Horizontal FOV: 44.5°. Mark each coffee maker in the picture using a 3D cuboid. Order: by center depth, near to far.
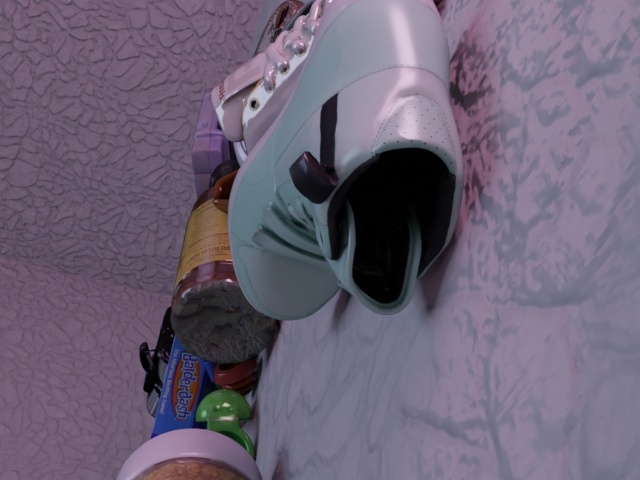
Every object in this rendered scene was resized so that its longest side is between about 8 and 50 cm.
[{"bbox_3d":[-0.207,0.181,1.244,0.171,0.120,0.178,-54,-6,-43],"label":"coffee maker"}]

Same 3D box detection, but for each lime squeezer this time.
[{"bbox_3d":[-0.099,0.214,0.761,0.310,0.059,0.109,-116,42,-72],"label":"lime squeezer"}]

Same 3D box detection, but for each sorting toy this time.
[{"bbox_3d":[-0.093,0.141,0.856,0.102,0.061,0.042,-87,-21,-71],"label":"sorting toy"}]

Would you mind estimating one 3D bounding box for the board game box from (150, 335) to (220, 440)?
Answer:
[{"bbox_3d":[-0.150,0.172,0.970,0.210,0.047,0.160,81,-159,-83],"label":"board game box"}]

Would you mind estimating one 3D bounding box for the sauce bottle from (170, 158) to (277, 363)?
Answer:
[{"bbox_3d":[-0.103,0.003,0.907,0.344,0.111,0.111,-95,22,-63],"label":"sauce bottle"}]

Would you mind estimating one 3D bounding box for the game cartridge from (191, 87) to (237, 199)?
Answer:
[{"bbox_3d":[-0.169,-0.114,1.332,0.355,0.068,0.230,-99,10,-63],"label":"game cartridge"}]

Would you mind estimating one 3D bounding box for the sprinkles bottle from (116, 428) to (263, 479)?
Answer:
[{"bbox_3d":[-0.082,0.245,0.462,0.355,0.121,0.121,-120,45,-74],"label":"sprinkles bottle"}]

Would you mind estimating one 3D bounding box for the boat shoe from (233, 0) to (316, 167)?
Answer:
[{"bbox_3d":[-0.037,-0.167,0.817,0.075,0.083,0.226,115,168,-55],"label":"boat shoe"}]

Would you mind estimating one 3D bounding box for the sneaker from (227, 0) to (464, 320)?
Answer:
[{"bbox_3d":[0.000,0.000,0.438,0.256,0.094,0.151,113,163,-44],"label":"sneaker"}]

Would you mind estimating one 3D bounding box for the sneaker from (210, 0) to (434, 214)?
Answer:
[{"bbox_3d":[-0.008,-0.118,0.547,0.106,0.123,0.290,-89,18,-56],"label":"sneaker"}]

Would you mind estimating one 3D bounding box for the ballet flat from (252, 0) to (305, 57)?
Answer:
[{"bbox_3d":[-0.075,-0.229,1.141,0.058,0.084,0.249,-91,24,-56],"label":"ballet flat"}]
